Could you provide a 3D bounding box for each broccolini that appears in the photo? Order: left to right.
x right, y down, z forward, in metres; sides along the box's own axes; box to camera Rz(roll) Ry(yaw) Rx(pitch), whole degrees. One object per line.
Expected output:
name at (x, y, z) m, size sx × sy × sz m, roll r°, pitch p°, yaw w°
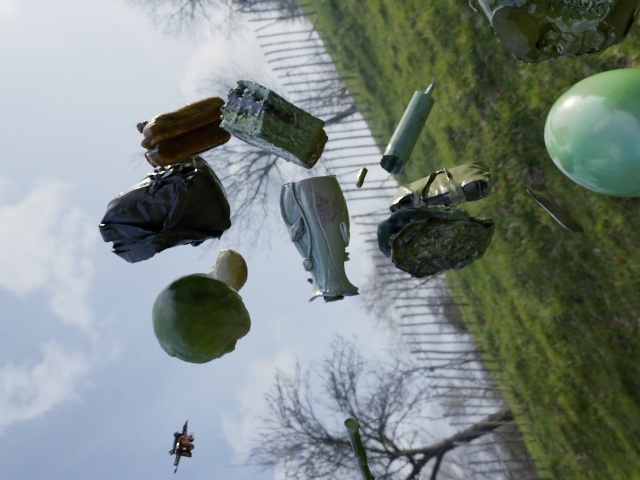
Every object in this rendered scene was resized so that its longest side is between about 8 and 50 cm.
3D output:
broccolini at (0.120, 0.627, 1.430) m, size 0.078 × 0.073 × 0.393 m, roll -37°, pitch -55°, yaw -33°

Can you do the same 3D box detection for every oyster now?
oyster at (0.292, -0.008, 1.306) m, size 0.350 × 0.162 × 0.158 m, roll -7°, pitch -121°, yaw -31°

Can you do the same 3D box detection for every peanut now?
peanut at (-0.407, 0.164, 2.407) m, size 0.158 × 0.340 × 0.174 m, roll 5°, pitch -118°, yaw -29°

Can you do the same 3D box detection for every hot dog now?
hot dog at (-0.409, -0.332, 1.662) m, size 0.349 × 0.117 × 0.159 m, roll -39°, pitch -46°, yaw -46°

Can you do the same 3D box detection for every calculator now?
calculator at (0.048, 0.182, 2.111) m, size 0.126 × 0.190 × 0.034 m, roll 37°, pitch -116°, yaw -46°

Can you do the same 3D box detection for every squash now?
squash at (0.136, -0.207, 1.822) m, size 0.027 × 0.027 × 0.083 m, roll 58°, pitch -140°, yaw -37°

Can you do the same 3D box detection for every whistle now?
whistle at (0.224, -0.285, 1.345) m, size 0.062 × 0.062 × 0.312 m, roll 58°, pitch -135°, yaw -36°

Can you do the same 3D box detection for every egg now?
egg at (0.530, -0.190, 0.970) m, size 0.269 × 0.220 × 0.220 m, roll 26°, pitch 153°, yaw 51°

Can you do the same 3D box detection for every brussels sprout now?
brussels sprout at (-0.423, 0.271, 1.918) m, size 0.343 × 0.268 × 0.345 m, roll 6°, pitch -102°, yaw -31°

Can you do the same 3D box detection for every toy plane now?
toy plane at (-0.370, 0.541, 1.469) m, size 0.188 × 0.062 × 0.135 m, roll 171°, pitch 112°, yaw -78°

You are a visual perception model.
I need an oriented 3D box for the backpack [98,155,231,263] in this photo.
backpack at (-0.544, -0.090, 1.921) m, size 0.255 × 0.445 × 0.363 m, roll 61°, pitch 176°, yaw 40°

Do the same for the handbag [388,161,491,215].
handbag at (0.343, -0.144, 1.600) m, size 0.253 × 0.315 × 0.109 m, roll -51°, pitch -57°, yaw -68°

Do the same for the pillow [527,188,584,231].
pillow at (0.800, -0.103, 1.866) m, size 0.130 × 0.033 × 0.218 m, roll 5°, pitch -140°, yaw -38°

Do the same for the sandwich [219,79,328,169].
sandwich at (-0.118, -0.295, 1.412) m, size 0.325 × 0.262 × 0.131 m, roll -49°, pitch -16°, yaw -86°

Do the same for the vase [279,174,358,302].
vase at (0.000, 0.000, 1.951) m, size 0.250 × 0.249 × 0.446 m, roll 6°, pitch -109°, yaw -72°

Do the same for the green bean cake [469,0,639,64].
green bean cake at (0.493, -0.522, 1.189) m, size 0.309 × 0.202 × 0.285 m, roll 35°, pitch 170°, yaw -25°
